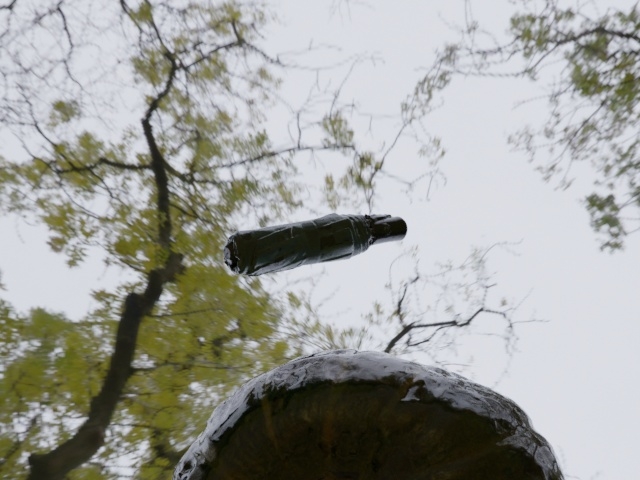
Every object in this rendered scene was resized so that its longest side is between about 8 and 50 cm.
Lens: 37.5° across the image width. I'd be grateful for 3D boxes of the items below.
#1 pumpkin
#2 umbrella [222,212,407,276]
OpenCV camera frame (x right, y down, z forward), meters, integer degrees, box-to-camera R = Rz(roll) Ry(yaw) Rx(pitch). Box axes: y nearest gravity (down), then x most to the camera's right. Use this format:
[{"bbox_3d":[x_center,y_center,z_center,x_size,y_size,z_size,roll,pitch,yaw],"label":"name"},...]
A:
[{"bbox_3d":[0.028,0.192,0.610,0.260,0.189,0.260,-4,-105,16],"label":"pumpkin"},{"bbox_3d":[0.001,0.001,1.103,0.251,0.052,0.053,-8,-131,-34],"label":"umbrella"}]
